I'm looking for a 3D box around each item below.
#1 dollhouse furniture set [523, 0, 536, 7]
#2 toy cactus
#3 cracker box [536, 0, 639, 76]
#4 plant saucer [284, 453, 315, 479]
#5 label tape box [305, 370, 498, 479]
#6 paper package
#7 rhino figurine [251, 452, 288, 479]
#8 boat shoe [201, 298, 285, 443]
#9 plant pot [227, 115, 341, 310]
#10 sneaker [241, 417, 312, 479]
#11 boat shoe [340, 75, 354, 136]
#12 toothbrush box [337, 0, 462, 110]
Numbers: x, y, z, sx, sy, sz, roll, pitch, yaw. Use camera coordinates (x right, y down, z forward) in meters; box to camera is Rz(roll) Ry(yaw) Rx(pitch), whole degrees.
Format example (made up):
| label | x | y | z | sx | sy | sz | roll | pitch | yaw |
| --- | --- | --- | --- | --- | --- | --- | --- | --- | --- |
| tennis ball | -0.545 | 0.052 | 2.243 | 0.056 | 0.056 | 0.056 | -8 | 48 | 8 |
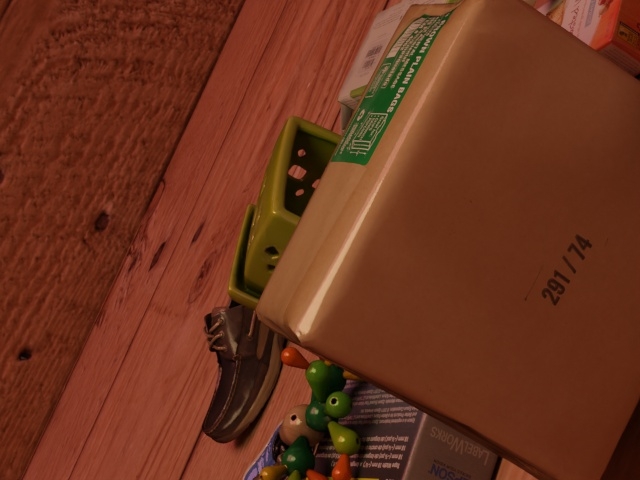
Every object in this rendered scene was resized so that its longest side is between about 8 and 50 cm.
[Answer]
| label | x | y | z | sx | sy | sz | roll | pitch | yaw |
| --- | --- | --- | --- | --- | --- | --- | --- | --- | --- |
| dollhouse furniture set | 0.343 | -0.359 | 1.510 | 0.303 | 0.174 | 0.355 | -57 | -9 | -54 |
| toy cactus | -0.016 | 0.201 | 1.399 | 0.180 | 0.112 | 0.218 | 134 | 149 | -65 |
| cracker box | 0.310 | -0.237 | 1.515 | 0.232 | 0.067 | 0.155 | -33 | 33 | 56 |
| plant saucer | -0.027 | 0.358 | 1.620 | 0.168 | 0.029 | 0.168 | -50 | 23 | 31 |
| label tape box | 0.093 | 0.220 | 1.383 | 0.241 | 0.106 | 0.333 | -19 | 47 | 64 |
| paper package | 0.150 | 0.000 | 1.060 | 0.324 | 0.310 | 0.168 | -62 | 20 | -5 |
| rhino figurine | -0.050 | 0.362 | 1.521 | 0.106 | 0.073 | 0.243 | -49 | 24 | 24 |
| boat shoe | -0.128 | 0.149 | 2.016 | 0.132 | 0.130 | 0.355 | -27 | 39 | 59 |
| plant pot | 0.000 | 0.000 | 1.762 | 0.207 | 0.228 | 0.227 | -56 | 17 | 37 |
| sneaker | -0.059 | 0.313 | 1.721 | 0.152 | 0.058 | 0.084 | -59 | 9 | -12 |
| boat shoe | 0.102 | -0.078 | 1.528 | 0.118 | 0.320 | 0.103 | -19 | 24 | 7 |
| toothbrush box | 0.193 | -0.148 | 1.360 | 0.122 | 0.283 | 0.206 | -67 | 20 | -11 |
